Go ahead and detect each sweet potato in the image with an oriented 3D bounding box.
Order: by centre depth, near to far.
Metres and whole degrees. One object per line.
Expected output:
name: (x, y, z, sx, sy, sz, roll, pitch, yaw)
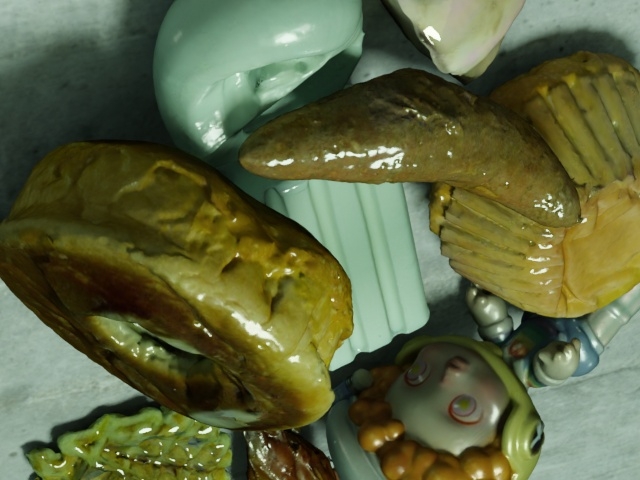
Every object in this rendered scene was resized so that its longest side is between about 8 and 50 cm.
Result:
sweet potato: (0.085, -0.087, 1.569, 0.341, 0.092, 0.114, 8, 89, -31)

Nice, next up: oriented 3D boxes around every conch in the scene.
conch: (-0.050, -0.151, 1.515, 0.185, 0.121, 0.221, 11, 139, -29)

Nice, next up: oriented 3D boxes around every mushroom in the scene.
mushroom: (0.129, -0.234, 1.517, 0.173, 0.162, 0.236, -35, 141, 5)

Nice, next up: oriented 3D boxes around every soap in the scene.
soap: (0.000, 0.000, 1.717, 0.160, 0.087, 0.265, -26, 139, -10)

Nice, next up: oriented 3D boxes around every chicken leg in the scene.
chicken leg: (-0.048, 0.215, 1.889, 0.113, 0.093, 0.304, -56, 148, -30)

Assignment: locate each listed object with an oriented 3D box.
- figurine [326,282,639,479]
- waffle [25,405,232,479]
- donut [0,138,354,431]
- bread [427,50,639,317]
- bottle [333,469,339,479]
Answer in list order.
figurine: (0.195, 0.165, 1.898, 0.382, 0.224, 0.205, -32, 142, -1)
waffle: (-0.182, 0.250, 1.872, 0.204, 0.054, 0.223, -19, 136, -15)
donut: (-0.114, 0.035, 1.556, 0.160, 0.330, 0.330, -59, 142, -18)
bread: (0.233, -0.046, 1.777, 0.274, 0.149, 0.274, -23, 140, -21)
bottle: (0.048, 0.331, 1.992, 0.069, 0.187, 0.069, -15, 135, -16)
